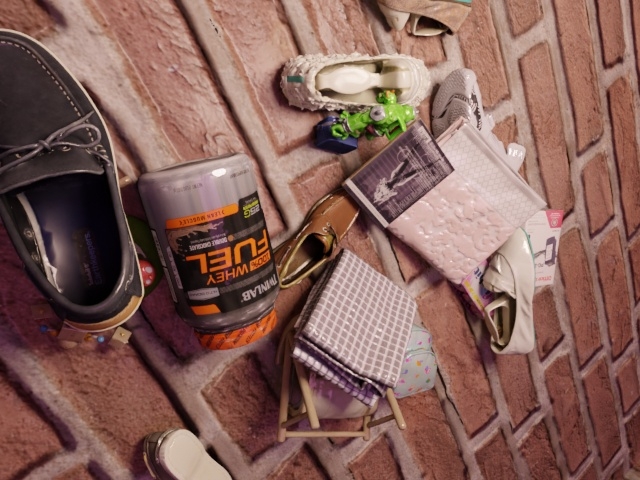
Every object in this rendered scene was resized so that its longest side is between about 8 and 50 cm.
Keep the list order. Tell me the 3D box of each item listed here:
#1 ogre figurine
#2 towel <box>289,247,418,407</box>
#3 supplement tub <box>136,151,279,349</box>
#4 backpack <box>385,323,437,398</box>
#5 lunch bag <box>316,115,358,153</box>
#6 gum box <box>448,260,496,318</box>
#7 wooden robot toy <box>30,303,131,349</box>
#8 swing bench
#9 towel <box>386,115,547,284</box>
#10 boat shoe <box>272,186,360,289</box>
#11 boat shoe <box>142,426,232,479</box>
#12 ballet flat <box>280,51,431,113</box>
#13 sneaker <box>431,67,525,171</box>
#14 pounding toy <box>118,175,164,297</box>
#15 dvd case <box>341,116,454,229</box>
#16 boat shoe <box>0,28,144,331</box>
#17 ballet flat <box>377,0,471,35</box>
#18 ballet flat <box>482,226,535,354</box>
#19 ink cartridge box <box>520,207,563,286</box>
[{"bbox_3d":[0.127,-0.256,0.910,0.197,0.118,0.097,9,77,-41],"label":"ogre figurine"},{"bbox_3d":[0.082,0.177,0.934,0.235,0.121,0.284,37,44,-8],"label":"towel"},{"bbox_3d":[-0.196,0.018,0.807,0.207,0.207,0.338,-20,109,-24],"label":"supplement tub"},{"bbox_3d":[0.218,0.309,1.127,0.165,0.144,0.189,-6,100,-22],"label":"backpack"},{"bbox_3d":[0.035,-0.241,0.958,0.098,0.067,0.065,8,80,-33],"label":"lunch bag"},{"bbox_3d":[0.472,0.144,1.273,0.107,0.062,0.188,-47,117,-13],"label":"gum box"},{"bbox_3d":[-0.452,0.168,0.795,0.173,0.076,0.079,22,124,-30],"label":"wooden robot toy"},{"bbox_3d":[0.038,0.322,1.000,0.253,0.165,0.255,14,52,-28],"label":"swing bench"},{"bbox_3d":[0.345,-0.083,1.070,0.331,0.053,0.317,38,109,-17],"label":"towel"},{"bbox_3d":[0.000,0.000,0.967,0.307,0.104,0.111,-48,115,-14],"label":"boat shoe"},{"bbox_3d":[-0.279,0.527,0.930,0.109,0.091,0.305,-55,129,-52],"label":"boat shoe"},{"bbox_3d":[0.113,-0.344,0.946,0.408,0.147,0.147,-13,106,-26],"label":"ballet flat"},{"bbox_3d":[0.418,-0.269,1.126,0.210,0.137,0.366,-20,114,-24],"label":"sneaker"},{"bbox_3d":[-0.377,0.022,0.766,0.182,0.110,0.237,-25,111,-22],"label":"pounding toy"},{"bbox_3d":[0.180,-0.146,0.975,0.221,0.018,0.164,-41,121,9],"label":"dvd case"},{"bbox_3d":[-0.404,-0.102,0.649,0.186,0.156,0.501,-20,88,-23],"label":"boat shoe"},{"bbox_3d":[0.218,-0.535,0.984,0.315,0.108,0.106,-1,135,-28],"label":"ballet flat"},{"bbox_3d":[0.527,0.157,1.207,0.139,0.139,0.401,-19,109,-24],"label":"ballet flat"},{"bbox_3d":[0.640,0.021,1.318,0.171,0.100,0.237,-3,101,-27],"label":"ink cartridge box"}]
